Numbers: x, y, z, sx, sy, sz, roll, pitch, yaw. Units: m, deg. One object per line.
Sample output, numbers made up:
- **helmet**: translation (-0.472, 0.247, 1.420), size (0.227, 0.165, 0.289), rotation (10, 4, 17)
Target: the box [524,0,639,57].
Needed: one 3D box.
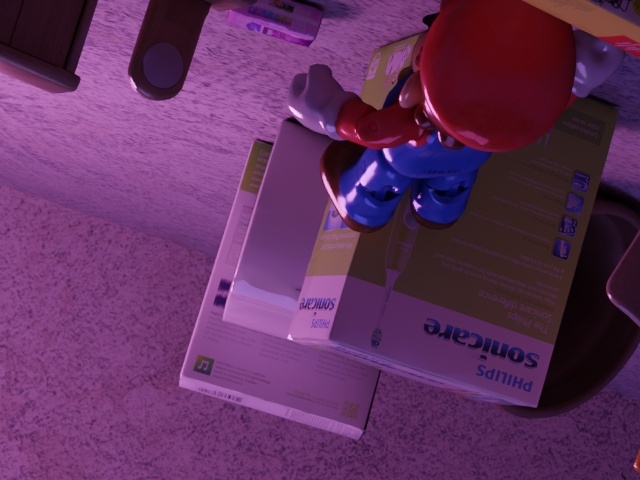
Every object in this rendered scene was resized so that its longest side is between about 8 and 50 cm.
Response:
- **box**: translation (0.207, -0.165, 1.187), size (0.232, 0.087, 0.058), rotation (20, 171, -30)

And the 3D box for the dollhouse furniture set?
- **dollhouse furniture set**: translation (-0.110, -0.195, 1.198), size (0.303, 0.173, 0.355), rotation (21, 171, -31)

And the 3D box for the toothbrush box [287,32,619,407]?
- **toothbrush box**: translation (0.118, -0.015, 1.671), size (0.206, 0.283, 0.122), rotation (18, 171, -18)

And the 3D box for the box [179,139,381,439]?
- **box**: translation (-0.018, 0.058, 2.282), size (0.232, 0.322, 0.058), rotation (17, 161, -2)

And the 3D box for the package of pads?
- **package of pads**: translation (-0.041, -0.197, 1.645), size (0.083, 0.032, 0.050), rotation (17, 175, -4)

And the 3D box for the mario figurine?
- **mario figurine**: translation (0.103, -0.125, 1.446), size (0.170, 0.198, 0.320), rotation (49, 154, 6)

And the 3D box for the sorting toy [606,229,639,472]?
- **sorting toy**: translation (0.319, 0.029, 1.429), size (0.196, 0.347, 0.047), rotation (40, 164, -20)

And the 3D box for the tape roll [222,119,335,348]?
- **tape roll**: translation (0.000, 0.000, 2.144), size (0.169, 0.246, 0.246), rotation (17, 172, -1)

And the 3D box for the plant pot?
- **plant pot**: translation (0.212, 0.036, 2.105), size (0.263, 0.263, 0.229), rotation (24, -172, -43)
